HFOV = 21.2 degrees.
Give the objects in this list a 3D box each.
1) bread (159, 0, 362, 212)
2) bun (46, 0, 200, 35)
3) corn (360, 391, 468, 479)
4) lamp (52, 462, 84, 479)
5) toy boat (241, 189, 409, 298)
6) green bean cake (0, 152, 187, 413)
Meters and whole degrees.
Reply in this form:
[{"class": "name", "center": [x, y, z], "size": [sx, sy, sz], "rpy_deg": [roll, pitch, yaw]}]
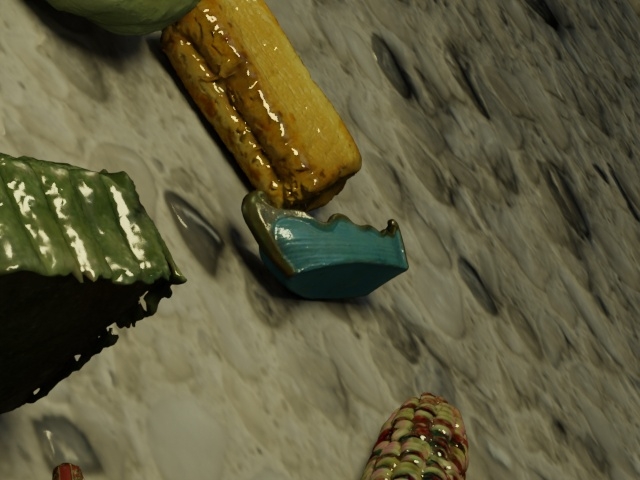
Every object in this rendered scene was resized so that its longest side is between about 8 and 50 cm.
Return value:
[{"class": "bread", "center": [-0.053, -0.121, 1.502], "size": [0.211, 0.083, 0.114], "rpy_deg": [56, 30, 4]}, {"class": "bun", "center": [-0.183, -0.248, 1.393], "size": [0.195, 0.118, 0.195], "rpy_deg": [35, 30, -24]}, {"class": "corn", "center": [0.064, 0.202, 1.306], "size": [0.092, 0.092, 0.280], "rpy_deg": [50, 20, -11]}, {"class": "lamp", "center": [-0.154, 0.173, 1.016], "size": [0.063, 0.031, 0.083], "rpy_deg": [52, 28, -1]}, {"class": "toy boat", "center": [0.000, 0.000, 1.451], "size": [0.185, 0.075, 0.077], "rpy_deg": [4, 57, -54]}, {"class": "green bean cake", "center": [-0.193, 0.027, 0.956], "size": [0.181, 0.173, 0.094], "rpy_deg": [3, 54, -58]}]
